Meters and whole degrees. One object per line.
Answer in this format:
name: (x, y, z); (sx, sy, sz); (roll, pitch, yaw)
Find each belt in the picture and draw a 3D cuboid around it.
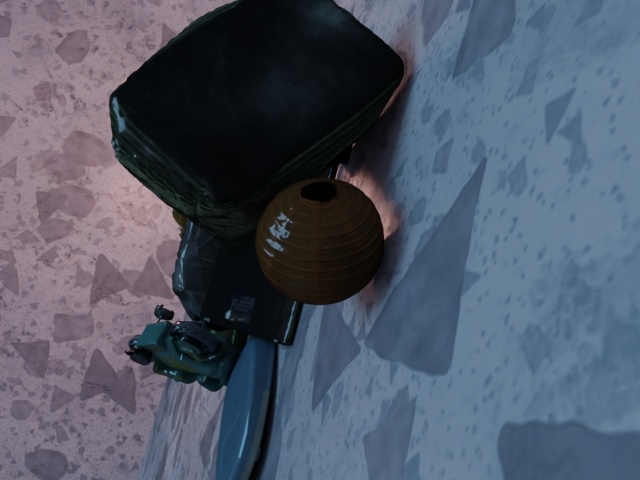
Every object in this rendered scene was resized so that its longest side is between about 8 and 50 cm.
belt: (-0.175, 0.026, 1.188); (0.164, 0.184, 0.289); (160, 123, -66)

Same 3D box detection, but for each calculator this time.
calculator: (-0.118, 0.256, 0.989); (0.302, 0.042, 0.188); (-92, 23, -52)

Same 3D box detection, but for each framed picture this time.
framed picture: (-0.085, -0.016, 1.020); (0.255, 0.014, 0.338); (4, 76, 49)

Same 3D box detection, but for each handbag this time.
handbag: (-0.083, -0.144, 0.798); (0.341, 0.247, 0.240); (-43, -11, -22)

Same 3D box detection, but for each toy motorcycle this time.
toy motorcycle: (-0.237, 0.207, 1.153); (0.296, 0.198, 0.109); (-15, 43, 49)

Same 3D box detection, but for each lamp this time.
lamp: (0.000, 0.000, 0.651); (0.136, 0.136, 0.136); (-163, 90, -76)

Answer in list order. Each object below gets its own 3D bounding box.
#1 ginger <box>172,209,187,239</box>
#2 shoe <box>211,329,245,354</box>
ginger: (-0.214, -0.159, 1.437); (0.166, 0.236, 0.375); (-54, -15, -86)
shoe: (-0.207, 0.168, 1.310); (0.140, 0.128, 0.262); (108, 179, -80)
